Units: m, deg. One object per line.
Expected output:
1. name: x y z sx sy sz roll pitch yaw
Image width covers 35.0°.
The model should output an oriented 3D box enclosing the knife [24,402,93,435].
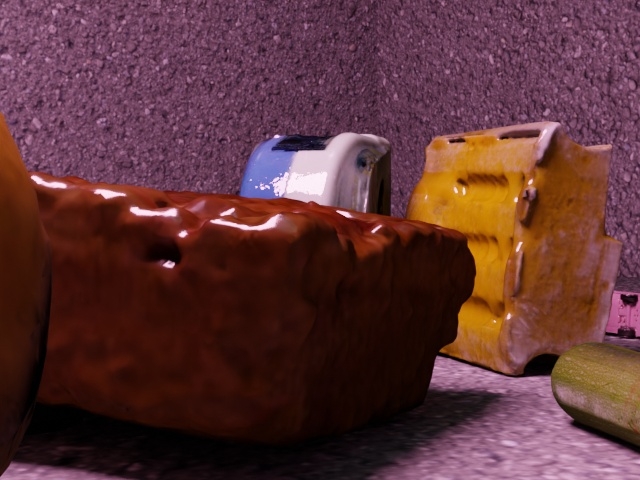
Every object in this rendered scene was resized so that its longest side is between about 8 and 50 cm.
1. knife: -0.174 0.125 0.759 0.060 0.028 0.230 -2 -4 41

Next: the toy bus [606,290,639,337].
1. toy bus: 0.399 0.098 1.401 0.090 0.063 0.203 3 1 -36

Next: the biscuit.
1. biscuit: -0.088 0.041 0.771 0.343 0.166 0.395 6 0 25

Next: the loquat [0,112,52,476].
1. loquat: -0.234 0.018 0.371 0.263 0.263 0.263 0 1 0

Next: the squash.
1. squash: 0.220 0.108 0.676 0.066 0.066 0.229 0 2 -11

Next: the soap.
1. soap: 0.198 0.007 1.125 0.143 0.259 0.281 6 2 -16

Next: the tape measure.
1. tape measure: 0.002 0.000 1.152 0.138 0.259 0.262 -1 1 12
